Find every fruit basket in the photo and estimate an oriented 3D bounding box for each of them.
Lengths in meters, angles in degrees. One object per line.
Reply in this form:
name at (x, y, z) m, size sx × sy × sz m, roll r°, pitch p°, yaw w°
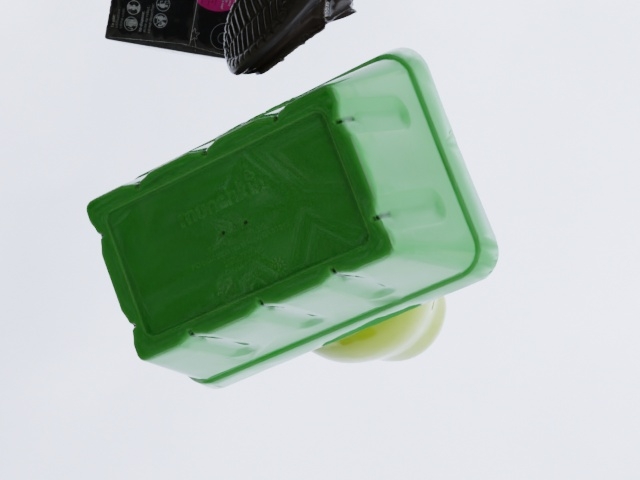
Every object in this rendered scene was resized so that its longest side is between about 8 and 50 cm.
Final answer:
fruit basket at (0.000, 0.000, 1.534) m, size 0.392 × 0.392 × 0.283 m, roll -26°, pitch -99°, yaw 37°

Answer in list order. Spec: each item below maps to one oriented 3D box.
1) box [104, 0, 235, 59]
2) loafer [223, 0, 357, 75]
box at (-0.145, -0.342, 1.778) m, size 0.163 × 0.142 × 0.247 m, roll 10°, pitch -87°, yaw 9°
loafer at (-0.004, -0.212, 1.336) m, size 0.220 × 0.078 × 0.080 m, roll -37°, pitch -130°, yaw 37°
